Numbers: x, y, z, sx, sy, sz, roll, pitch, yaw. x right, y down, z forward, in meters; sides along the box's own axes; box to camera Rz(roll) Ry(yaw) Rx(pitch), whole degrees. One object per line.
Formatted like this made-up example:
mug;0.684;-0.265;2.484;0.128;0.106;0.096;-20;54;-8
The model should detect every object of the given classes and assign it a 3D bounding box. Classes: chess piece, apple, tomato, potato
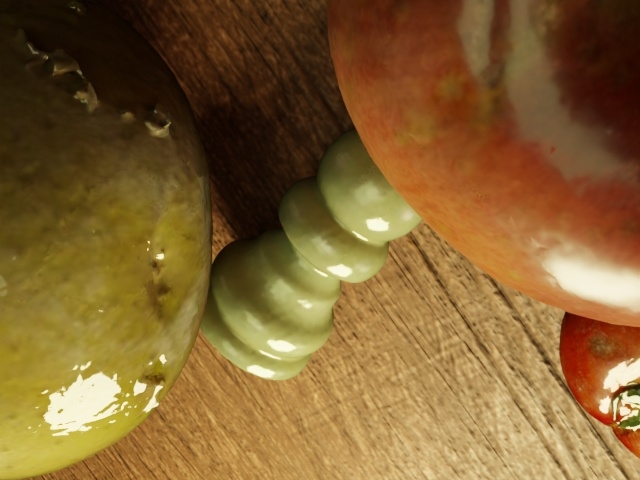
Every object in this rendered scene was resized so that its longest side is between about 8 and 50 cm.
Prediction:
chess piece;0.000;0.000;0.692;0.144;0.144;0.251;42;117;1
apple;0.180;-0.144;0.435;0.364;0.364;0.363;9;115;19
tomato;0.295;0.111;0.594;0.225;0.085;0.224;27;132;34
potato;-0.245;-0.011;0.658;0.320;0.385;0.441;0;104;12
